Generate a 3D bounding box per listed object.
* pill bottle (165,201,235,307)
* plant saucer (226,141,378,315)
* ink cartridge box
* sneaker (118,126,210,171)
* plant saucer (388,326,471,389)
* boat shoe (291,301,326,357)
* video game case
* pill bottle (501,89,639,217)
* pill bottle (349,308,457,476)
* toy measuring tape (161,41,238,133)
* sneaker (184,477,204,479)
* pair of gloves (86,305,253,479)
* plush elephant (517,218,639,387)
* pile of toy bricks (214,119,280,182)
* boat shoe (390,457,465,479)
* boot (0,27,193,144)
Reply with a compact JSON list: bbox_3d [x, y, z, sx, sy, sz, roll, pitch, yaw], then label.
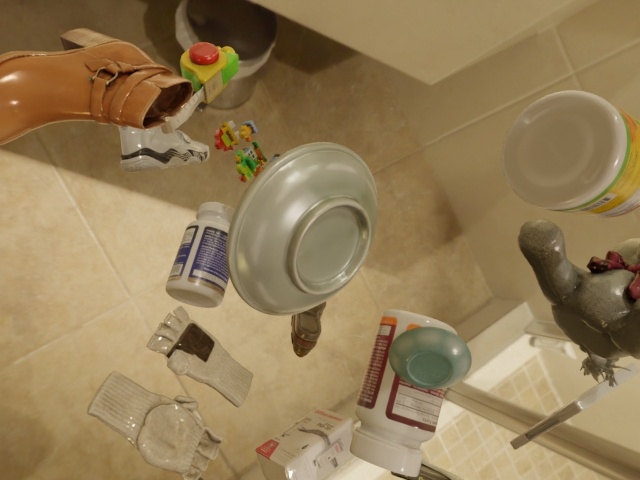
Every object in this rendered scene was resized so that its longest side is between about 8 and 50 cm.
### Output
[{"bbox_3d":[-0.310,0.037,1.243,0.153,0.153,0.265,20,62,-16],"label":"pill bottle"},{"bbox_3d":[0.000,0.000,0.963,0.400,0.100,0.401,-22,127,-33],"label":"plant saucer"},{"bbox_3d":[-0.040,0.690,1.510,0.283,0.207,0.117,-22,96,-35],"label":"ink cartridge box"},{"bbox_3d":[-0.472,-0.329,1.390,0.137,0.366,0.210,-2,104,22],"label":"sneaker"},{"bbox_3d":[0.256,0.290,1.070,0.194,0.037,0.195,5,119,9],"label":"plant saucer"},{"bbox_3d":[-0.052,0.260,1.498,0.110,0.307,0.105,20,112,-1],"label":"boat shoe"},{"bbox_3d":[0.580,0.392,1.056,0.204,0.285,0.025,-18,57,-24],"label":"video game case"},{"bbox_3d":[0.359,-0.100,0.595,0.245,0.136,0.136,2,86,-40],"label":"pill bottle"},{"bbox_3d":[0.225,0.409,1.248,0.224,0.224,0.392,23,74,-16],"label":"pill bottle"},{"bbox_3d":[-0.305,-0.370,1.063,0.121,0.121,0.330,39,54,-13],"label":"toy measuring tape"},{"bbox_3d":[-0.303,0.644,0.938,0.090,0.145,0.270,11,95,26],"label":"sneaker"},{"bbox_3d":[-0.215,0.235,0.719,0.204,0.042,0.240,45,31,-9],"label":"pair of gloves"},{"bbox_3d":[0.536,0.074,0.760,0.255,0.272,0.330,-37,127,-10],"label":"plush elephant"},{"bbox_3d":[-0.177,-0.192,1.139,0.105,0.118,0.212,-59,134,-34],"label":"pile of toy bricks"},{"bbox_3d":[0.345,0.712,1.329,0.109,0.305,0.091,47,65,-42],"label":"boat shoe"},{"bbox_3d":[-0.244,-0.144,0.470,0.152,0.073,0.197,28,62,11],"label":"boot"}]
